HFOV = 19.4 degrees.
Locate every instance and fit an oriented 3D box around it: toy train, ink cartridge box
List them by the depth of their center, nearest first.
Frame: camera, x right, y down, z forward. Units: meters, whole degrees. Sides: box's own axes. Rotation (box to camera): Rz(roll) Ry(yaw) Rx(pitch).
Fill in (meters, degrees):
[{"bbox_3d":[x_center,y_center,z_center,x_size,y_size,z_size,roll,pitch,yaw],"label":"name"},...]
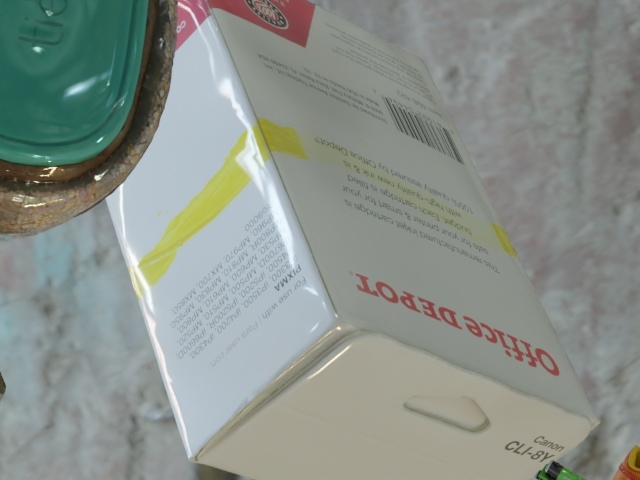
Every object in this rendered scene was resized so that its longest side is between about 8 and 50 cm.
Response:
[{"bbox_3d":[0.175,0.165,1.183,0.083,0.017,0.024,29,136,12],"label":"toy train"},{"bbox_3d":[0.000,0.000,1.362,0.160,0.279,0.385,-43,47,24],"label":"ink cartridge box"}]

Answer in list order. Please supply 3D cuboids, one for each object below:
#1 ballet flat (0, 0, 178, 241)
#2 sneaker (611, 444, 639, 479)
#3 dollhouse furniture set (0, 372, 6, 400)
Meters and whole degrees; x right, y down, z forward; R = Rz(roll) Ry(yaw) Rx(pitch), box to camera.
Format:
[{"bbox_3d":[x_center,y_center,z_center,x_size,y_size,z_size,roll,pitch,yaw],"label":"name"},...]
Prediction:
[{"bbox_3d":[-0.079,-0.144,0.605,0.107,0.106,0.316,16,69,-7],"label":"ballet flat"},{"bbox_3d":[0.265,0.188,1.304,0.175,0.064,0.067,25,91,52],"label":"sneaker"},{"bbox_3d":[-0.211,0.112,0.570,0.161,0.212,0.242,15,151,10],"label":"dollhouse furniture set"}]
